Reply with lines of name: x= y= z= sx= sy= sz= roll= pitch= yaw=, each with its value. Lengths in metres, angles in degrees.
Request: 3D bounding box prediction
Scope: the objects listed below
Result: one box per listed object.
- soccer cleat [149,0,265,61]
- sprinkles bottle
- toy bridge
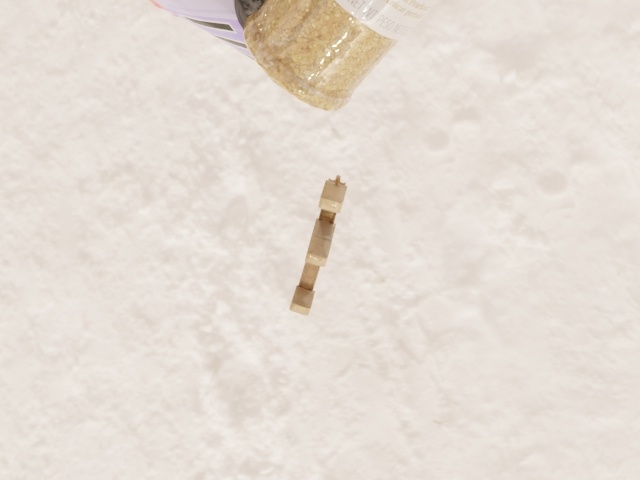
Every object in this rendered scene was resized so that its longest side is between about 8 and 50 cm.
soccer cleat: x=-0.143 y=-0.301 z=0.921 sx=0.116 sy=0.318 sz=0.108 roll=-29 pitch=32 yaw=38
sprinkles bottle: x=0.082 y=-0.265 z=0.616 sx=0.355 sy=0.121 sz=0.121 roll=-45 pitch=64 yaw=31
toy bridge: x=0.000 y=0.000 z=0.849 sx=0.026 sy=0.063 sz=0.188 roll=16 pitch=133 yaw=0
